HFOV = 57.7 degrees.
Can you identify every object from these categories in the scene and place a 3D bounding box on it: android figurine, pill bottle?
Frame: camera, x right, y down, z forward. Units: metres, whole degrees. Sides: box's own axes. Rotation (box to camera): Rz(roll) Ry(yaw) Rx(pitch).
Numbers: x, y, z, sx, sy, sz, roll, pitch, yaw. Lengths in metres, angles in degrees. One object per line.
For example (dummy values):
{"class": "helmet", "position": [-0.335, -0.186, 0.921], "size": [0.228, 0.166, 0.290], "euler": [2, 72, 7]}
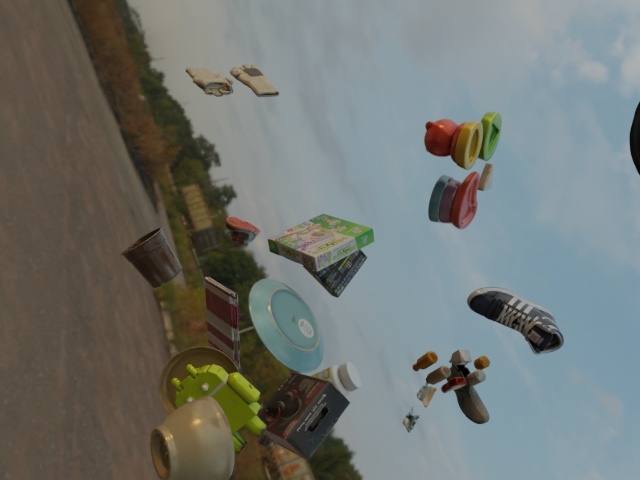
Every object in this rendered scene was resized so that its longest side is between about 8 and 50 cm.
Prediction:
{"class": "android figurine", "position": [-0.281, 0.448, 1.570], "size": [0.273, 0.248, 0.056], "euler": [47, 17, -6]}
{"class": "pill bottle", "position": [0.030, 0.513, 2.046], "size": [0.119, 0.209, 0.119], "euler": [54, 18, -26]}

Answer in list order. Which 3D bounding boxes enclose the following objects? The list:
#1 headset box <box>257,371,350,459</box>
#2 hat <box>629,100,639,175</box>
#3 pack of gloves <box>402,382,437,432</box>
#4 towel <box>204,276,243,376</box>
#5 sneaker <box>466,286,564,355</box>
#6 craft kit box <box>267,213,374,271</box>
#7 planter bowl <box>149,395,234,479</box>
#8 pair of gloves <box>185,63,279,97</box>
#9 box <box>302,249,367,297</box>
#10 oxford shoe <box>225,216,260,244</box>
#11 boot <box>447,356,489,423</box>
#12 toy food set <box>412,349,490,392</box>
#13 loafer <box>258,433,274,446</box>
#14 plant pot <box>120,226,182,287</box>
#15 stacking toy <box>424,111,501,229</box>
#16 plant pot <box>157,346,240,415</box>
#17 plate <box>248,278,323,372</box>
{"class": "headset box", "position": [-0.058, 0.540, 1.816], "size": [0.110, 0.218, 0.293], "euler": [48, -24, -16]}
{"class": "hat", "position": [0.776, -0.227, 1.219], "size": [0.134, 0.331, 0.331], "euler": [-100, 175, -74]}
{"class": "pack of gloves", "position": [0.361, 0.626, 2.220], "size": [0.046, 0.195, 0.232], "euler": [29, -6, 5]}
{"class": "towel", "position": [-0.341, 0.310, 2.033], "size": [0.237, 0.037, 0.328], "euler": [18, -67, 55]}
{"class": "sneaker", "position": [0.563, 0.232, 1.662], "size": [0.153, 0.282, 0.099], "euler": [-89, -160, -60]}
{"class": "craft kit box", "position": [0.000, 0.000, 1.877], "size": [0.247, 0.250, 0.060], "euler": [22, -52, 44]}
{"class": "planter bowl", "position": [-0.244, 0.379, 1.066], "size": [0.162, 0.109, 0.162], "euler": [10, -78, 52]}
{"class": "pair of gloves", "position": [-0.263, -0.479, 1.722], "size": [0.204, 0.240, 0.042], "euler": [-126, -143, -47]}
{"class": "box", "position": [0.055, 0.075, 2.047], "size": [0.184, 0.190, 0.045], "euler": [45, -16, -31]}
{"class": "oxford shoe", "position": [-0.325, -0.028, 2.368], "size": [0.097, 0.098, 0.271], "euler": [33, 2, 17]}
{"class": "boot", "position": [0.554, 0.563, 2.187], "size": [0.246, 0.083, 0.161], "euler": [59, -13, 30]}
{"class": "toy food set", "position": [0.413, 0.412, 1.823], "size": [0.104, 0.232, 0.111], "euler": [129, -40, -51]}
{"class": "loafer", "position": [-0.164, 0.711, 2.188], "size": [0.084, 0.096, 0.267], "euler": [28, 4, 5]}
{"class": "plant pot", "position": [-0.582, 0.066, 2.039], "size": [0.165, 0.167, 0.167], "euler": [58, -8, -16]}
{"class": "stacking toy", "position": [0.367, -0.206, 1.551], "size": [0.130, 0.279, 0.308], "euler": [18, -52, 27]}
{"class": "plant pot", "position": [-0.346, 0.421, 1.678], "size": [0.032, 0.236, 0.236], "euler": [-171, -117, -83]}
{"class": "plate", "position": [-0.052, 0.145, 1.035], "size": [0.188, 0.024, 0.188], "euler": [39, 28, -26]}
